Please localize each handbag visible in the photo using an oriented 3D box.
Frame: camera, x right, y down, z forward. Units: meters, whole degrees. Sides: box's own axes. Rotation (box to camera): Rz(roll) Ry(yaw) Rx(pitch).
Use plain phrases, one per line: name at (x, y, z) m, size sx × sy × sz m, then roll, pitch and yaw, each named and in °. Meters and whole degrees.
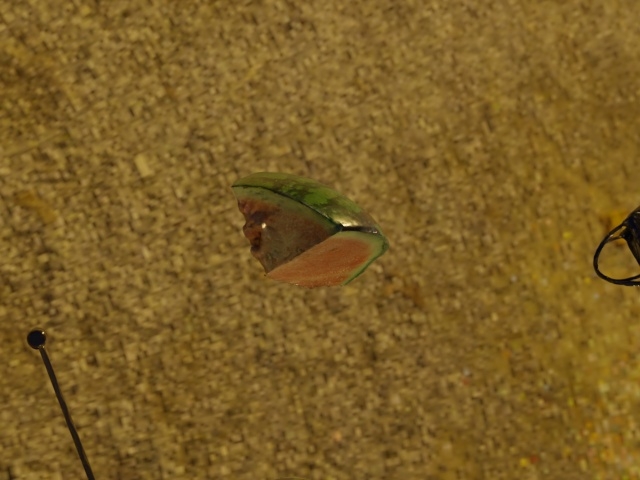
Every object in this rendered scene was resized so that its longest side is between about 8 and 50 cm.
handbag at (0.410, 0.011, 1.655) m, size 0.072 × 0.139 × 0.115 m, roll 76°, pitch -11°, yaw -68°

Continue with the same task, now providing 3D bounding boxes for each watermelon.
watermelon at (0.013, -0.018, 1.576) m, size 0.231 × 0.146 × 0.128 m, roll 17°, pitch 71°, yaw -57°

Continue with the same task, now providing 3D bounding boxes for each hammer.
hammer at (-0.354, 0.261, 1.869) m, size 0.029 × 0.058 × 0.292 m, roll -21°, pitch 93°, yaw -7°

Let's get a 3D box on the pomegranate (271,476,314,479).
pomegranate at (-0.048, 0.309, 1.340) m, size 0.156 × 0.220 × 0.156 m, roll -13°, pitch 111°, yaw -37°
